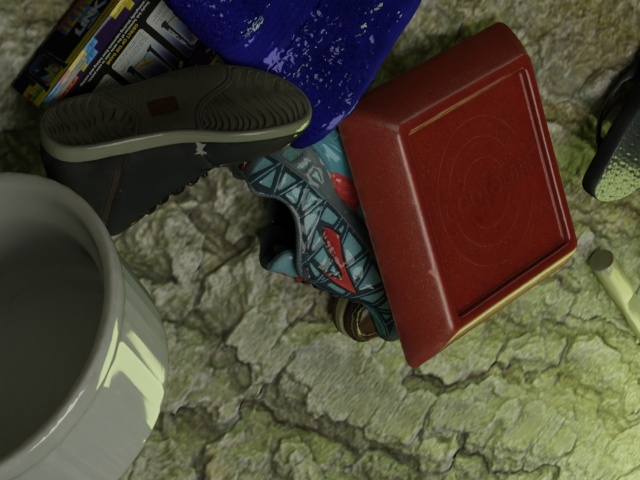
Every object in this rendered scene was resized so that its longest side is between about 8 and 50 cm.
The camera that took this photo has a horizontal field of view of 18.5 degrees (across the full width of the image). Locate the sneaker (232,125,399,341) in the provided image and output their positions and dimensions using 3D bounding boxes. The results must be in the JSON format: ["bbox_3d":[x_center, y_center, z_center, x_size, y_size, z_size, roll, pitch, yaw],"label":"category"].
[{"bbox_3d":[0.000,0.000,1.837,0.125,0.104,0.262,-34,117,-11],"label":"sneaker"}]

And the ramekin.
[{"bbox_3d":[-0.255,0.097,1.561,0.277,0.277,0.135,-47,143,-7],"label":"ramekin"}]

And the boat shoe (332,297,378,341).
[{"bbox_3d":[0.131,0.021,1.960,0.257,0.095,0.095,-37,134,-17],"label":"boat shoe"}]

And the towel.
[{"bbox_3d":[-0.027,-0.245,1.638,0.308,0.076,0.227,47,64,-45],"label":"towel"}]

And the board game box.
[{"bbox_3d":[-0.153,-0.154,1.648,0.170,0.048,0.141,-53,138,-2],"label":"board game box"}]

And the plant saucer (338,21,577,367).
[{"bbox_3d":[0.145,-0.047,1.847,0.258,0.048,0.259,-31,111,-41],"label":"plant saucer"}]

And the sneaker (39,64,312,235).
[{"bbox_3d":[-0.119,-0.072,1.623,0.222,0.083,0.118,-7,141,-10],"label":"sneaker"}]

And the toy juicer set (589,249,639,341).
[{"bbox_3d":[0.410,-0.025,2.173,0.209,0.089,0.329,20,102,-46],"label":"toy juicer set"}]

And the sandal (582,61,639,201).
[{"bbox_3d":[0.344,-0.154,2.075,0.254,0.054,0.097,-61,144,-7],"label":"sandal"}]
